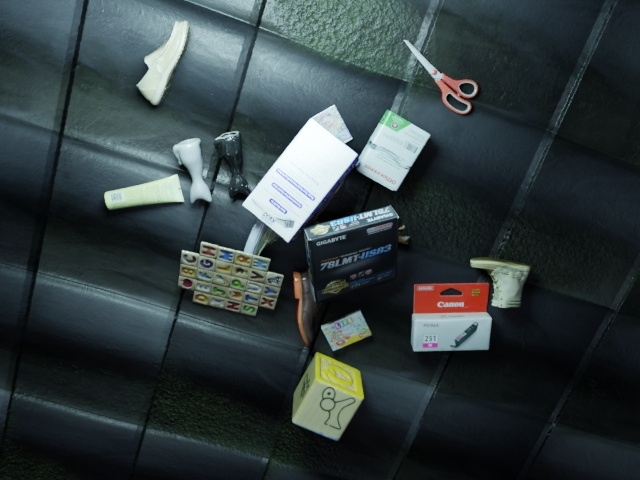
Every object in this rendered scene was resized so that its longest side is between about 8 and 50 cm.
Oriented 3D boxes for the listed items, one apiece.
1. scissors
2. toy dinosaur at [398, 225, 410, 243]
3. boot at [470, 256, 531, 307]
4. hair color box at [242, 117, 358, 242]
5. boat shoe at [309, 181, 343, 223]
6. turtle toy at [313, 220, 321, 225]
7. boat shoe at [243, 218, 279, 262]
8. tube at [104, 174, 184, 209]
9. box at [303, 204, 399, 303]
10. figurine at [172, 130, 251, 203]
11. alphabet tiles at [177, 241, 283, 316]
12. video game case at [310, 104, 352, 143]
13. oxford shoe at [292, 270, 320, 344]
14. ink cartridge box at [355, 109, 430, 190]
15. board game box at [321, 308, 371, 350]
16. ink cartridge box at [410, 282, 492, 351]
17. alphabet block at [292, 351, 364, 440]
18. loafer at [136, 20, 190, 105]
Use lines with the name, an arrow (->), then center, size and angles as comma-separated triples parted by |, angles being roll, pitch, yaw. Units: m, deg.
scissors -> 0.360, -0.502, 1.661 | 0.297, 0.021, 0.109 | 28, 107, -11
toy dinosaur -> 0.210, -0.040, 1.786 | 0.211, 0.064, 0.112 | 17, 108, -6
boot -> 0.606, 0.146, 1.839 | 0.213, 0.077, 0.165 | 9, 100, -8
hair color box -> -0.057, -0.179, 1.634 | 0.185, 0.110, 0.339 | 40, 93, 5
boat shoe -> 0.009, -0.184, 1.733 | 0.104, 0.089, 0.285 | 35, 102, 10
turtle toy -> 0.000, 0.000, 1.792 | 0.095, 0.066, 0.130 | 42, 106, 11
boat shoe -> -0.169, -0.044, 1.754 | 0.094, 0.109, 0.302 | 24, 103, -6
tube -> -0.574, -0.149, 1.742 | 0.240, 0.062, 0.070 | -11, 151, -3
box -> 0.103, 0.050, 1.717 | 0.295, 0.073, 0.293 | -15, 135, -11
figurine -> -0.341, -0.224, 1.708 | 0.215, 0.092, 0.209 | -9, 112, 3
alphabet tiles -> -0.306, 0.137, 1.803 | 0.342, 0.011, 0.285 | 15, 130, -6
video game case -> 0.036, -0.358, 1.707 | 0.087, 0.011, 0.122 | -29, 106, 8
oxford shoe -> -0.036, 0.237, 1.856 | 0.098, 0.097, 0.271 | -7, 108, -5
ink cartridge box -> 0.224, -0.284, 1.694 | 0.153, 0.087, 0.208 | 29, 104, -10
board game box -> 0.093, 0.322, 1.919 | 0.154, 0.026, 0.103 | -25, 106, 7
ink cartridge box -> 0.466, 0.273, 1.895 | 0.275, 0.060, 0.239 | -1, 109, -1
alphabet block -> 0.024, 0.554, 1.906 | 0.192, 0.193, 0.197 | 26, 105, -10
loafer -> -0.471, -0.537, 1.592 | 0.092, 0.102, 0.268 | 26, 106, -15
